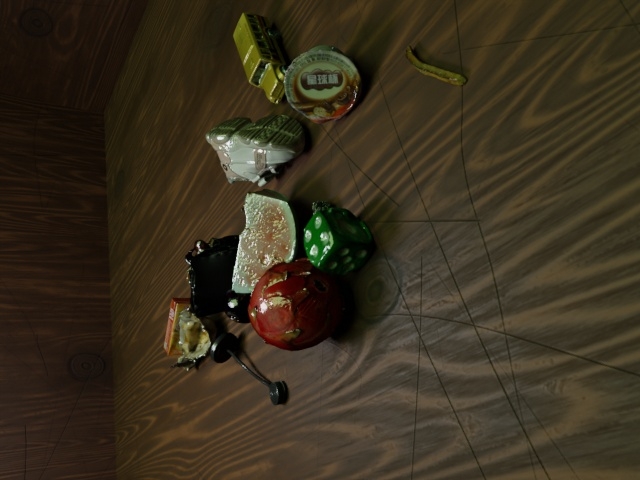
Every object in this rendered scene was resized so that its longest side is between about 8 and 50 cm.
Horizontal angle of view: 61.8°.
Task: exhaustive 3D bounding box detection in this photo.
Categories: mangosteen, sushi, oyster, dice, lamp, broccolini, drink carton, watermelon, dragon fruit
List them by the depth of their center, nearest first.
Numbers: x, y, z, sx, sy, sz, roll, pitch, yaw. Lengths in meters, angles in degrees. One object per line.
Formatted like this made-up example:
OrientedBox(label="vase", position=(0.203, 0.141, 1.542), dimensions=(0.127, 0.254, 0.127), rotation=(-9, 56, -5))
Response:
OrientedBox(label="dice", position=(0.040, 0.003, 1.300), dimensions=(0.120, 0.131, 0.128), rotation=(-54, 44, 35))
OrientedBox(label="dragon fruit", position=(-0.063, 0.165, 1.345), dimensions=(0.252, 0.241, 0.240), rotation=(-9, 78, 48))
OrientedBox(label="broccolini", position=(0.002, 0.000, 1.445), dimensions=(0.067, 0.058, 0.216), rotation=(-78, -9, -81))
OrientedBox(label="watermelon", position=(-0.158, 0.013, 1.546), dimensions=(0.224, 0.180, 0.304), rotation=(-136, 57, -66))
OrientedBox(label="lamp", position=(-0.242, 0.413, 1.668), dimensions=(0.371, 0.109, 0.130), rotation=(38, 119, 51))
OrientedBox(label="mangosteen", position=(-0.239, 0.189, 1.700), dimensions=(0.137, 0.137, 0.151), rotation=(-22, 33, 52))
OrientedBox(label="sushi", position=(-0.349, 0.097, 1.818), dimensions=(0.212, 0.216, 0.227), rotation=(-131, 35, -53))
OrientedBox(label="oyster", position=(-0.473, 0.390, 1.990), dimensions=(0.337, 0.133, 0.197), rotation=(-57, 45, 37))
OrientedBox(label="drink carton", position=(-0.563, 0.346, 2.158), dimensions=(0.071, 0.096, 0.222), rotation=(29, 109, 54))

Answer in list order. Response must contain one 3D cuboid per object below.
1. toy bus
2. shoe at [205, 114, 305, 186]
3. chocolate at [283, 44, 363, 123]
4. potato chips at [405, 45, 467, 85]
OrientedBox(label="toy bus", position=(-0.187, -0.594, 1.730), dimensions=(0.121, 0.123, 0.335), rotation=(-51, 46, 39))
OrientedBox(label="shoe", position=(-0.181, -0.271, 1.656), dimensions=(0.351, 0.172, 0.198), rotation=(14, 134, 38))
OrientedBox(label="chocolate", position=(0.015, -0.425, 1.399), dimensions=(0.221, 0.221, 0.147), rotation=(-53, 17, 38))
OrientedBox(label="potato chips", position=(0.242, -0.374, 1.159), dimensions=(0.037, 0.026, 0.204), rotation=(-55, 41, 16))
